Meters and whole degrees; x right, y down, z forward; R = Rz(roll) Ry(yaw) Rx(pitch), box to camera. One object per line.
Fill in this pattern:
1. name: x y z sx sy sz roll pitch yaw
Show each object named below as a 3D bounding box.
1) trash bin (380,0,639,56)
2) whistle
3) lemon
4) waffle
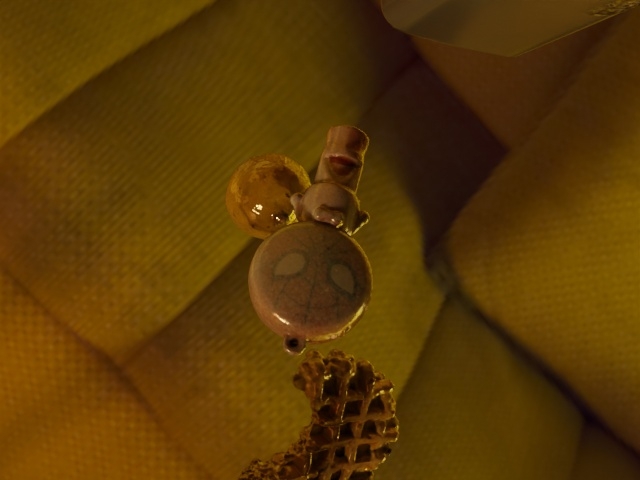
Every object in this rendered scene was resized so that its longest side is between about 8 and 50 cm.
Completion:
1. trash bin: 0.107 -0.179 0.569 0.101 0.236 0.177 9 82 -16
2. whistle: 0.000 0.000 1.190 0.107 0.057 0.220 14 66 -2
3. lemon: -0.047 -0.041 1.265 0.082 0.082 0.111 44 1 -10
4. waffle: -0.005 0.195 1.333 0.149 0.194 0.051 33 10 -32
